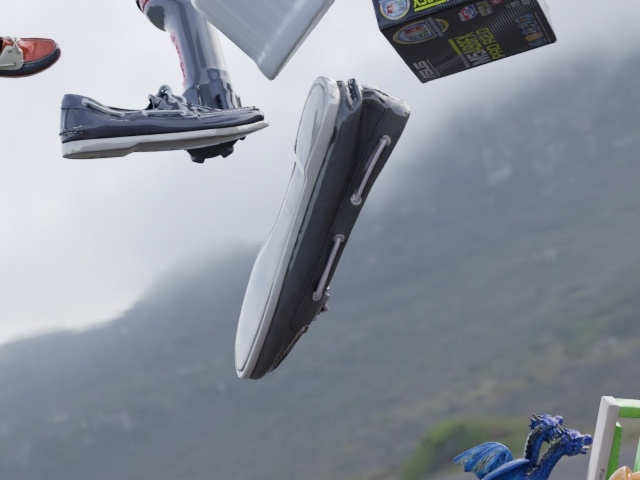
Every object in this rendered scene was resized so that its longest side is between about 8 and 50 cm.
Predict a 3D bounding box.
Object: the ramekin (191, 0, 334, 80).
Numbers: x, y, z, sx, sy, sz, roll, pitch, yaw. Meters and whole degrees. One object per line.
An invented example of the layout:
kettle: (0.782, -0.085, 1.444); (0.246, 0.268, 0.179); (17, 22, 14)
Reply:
ramekin: (-0.026, -0.328, 2.150); (0.277, 0.135, 0.277); (-54, 3, 4)

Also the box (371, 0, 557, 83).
box: (0.209, -0.317, 2.736); (0.216, 0.060, 0.270); (-17, -16, 11)

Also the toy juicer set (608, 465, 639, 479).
toy juicer set: (0.361, 0.328, 1.792); (0.209, 0.089, 0.329); (-19, 39, -42)

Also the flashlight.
flashlight: (-0.164, -0.231, 2.374); (0.103, 0.304, 0.103); (-19, -35, 7)

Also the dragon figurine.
dragon figurine: (0.232, 0.323, 2.555); (0.289, 0.144, 0.085); (-14, 23, -27)

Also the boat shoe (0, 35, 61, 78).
boat shoe: (-0.368, -0.215, 2.215); (0.137, 0.049, 0.043); (-9, -38, -7)

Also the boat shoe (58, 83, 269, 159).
boat shoe: (-0.148, -0.119, 1.818); (0.206, 0.065, 0.075); (-8, -5, -21)

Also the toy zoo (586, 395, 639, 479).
toy zoo: (0.455, 0.287, 2.246); (0.293, 0.192, 0.030); (5, 15, -11)

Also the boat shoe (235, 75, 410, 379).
boat shoe: (0.000, 0.000, 1.896); (0.095, 0.335, 0.112); (12, 23, -15)
